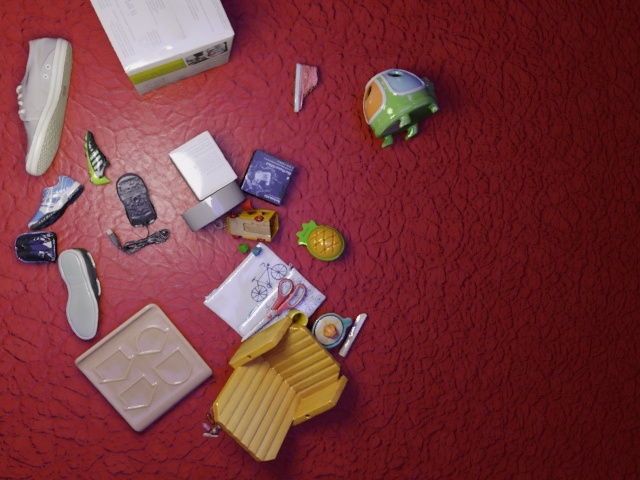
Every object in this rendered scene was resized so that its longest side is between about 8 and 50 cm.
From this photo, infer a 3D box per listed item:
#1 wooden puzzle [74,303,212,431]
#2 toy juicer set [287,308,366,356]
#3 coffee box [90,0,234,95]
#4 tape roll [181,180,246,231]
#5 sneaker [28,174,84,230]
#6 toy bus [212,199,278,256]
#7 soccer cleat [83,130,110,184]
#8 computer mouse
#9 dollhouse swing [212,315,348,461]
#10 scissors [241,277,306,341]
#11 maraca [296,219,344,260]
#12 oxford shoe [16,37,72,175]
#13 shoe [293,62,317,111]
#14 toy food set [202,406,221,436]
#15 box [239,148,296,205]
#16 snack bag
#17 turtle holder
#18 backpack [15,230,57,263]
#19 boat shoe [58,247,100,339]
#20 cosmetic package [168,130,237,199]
[{"bbox_3d":[-0.603,0.435,1.717,0.322,0.080,0.348,-38,106,-9],"label":"wooden puzzle"},{"bbox_3d":[0.024,0.371,1.851,0.328,0.089,0.210,8,95,-23],"label":"toy juicer set"},{"bbox_3d":[-0.501,-0.698,1.546,0.338,0.334,0.338,-25,100,-10],"label":"coffee box"},{"bbox_3d":[-0.359,-0.116,1.673,0.219,0.219,0.072,-35,102,-10],"label":"tape roll"},{"bbox_3d":[-0.877,-0.122,1.618,0.081,0.080,0.211,40,73,-7],"label":"sneaker"},{"bbox_3d":[-0.248,-0.065,1.764,0.202,0.104,0.191,45,125,-11],"label":"toy bus"},{"bbox_3d":[-0.745,-0.276,1.652,0.072,0.060,0.179,-10,102,-24],"label":"soccer cleat"},{"bbox_3d":[-0.650,-0.088,1.685,0.184,0.060,0.262,-27,111,-16],"label":"computer mouse"},{"bbox_3d":[-0.134,0.520,1.693,0.315,0.305,0.347,-33,107,23],"label":"dollhouse swing"},{"bbox_3d":[-0.166,0.270,1.810,0.109,0.021,0.297,36,84,-16],"label":"scissors"},{"bbox_3d":[0.000,0.000,1.841,0.185,0.099,0.127,29,76,11],"label":"maraca"},{"bbox_3d":[-0.881,-0.424,1.552,0.129,0.169,0.450,8,84,-18],"label":"oxford shoe"},{"bbox_3d":[-0.055,-0.556,1.809,0.081,0.063,0.178,4,88,-10],"label":"shoe"},{"bbox_3d":[-0.391,0.661,1.809,0.077,0.019,0.122,10,90,-15],"label":"toy food set"},{"bbox_3d":[-0.192,-0.224,1.778,0.155,0.093,0.158,22,89,-15],"label":"box"},{"bbox_3d":[-0.201,0.218,1.828,0.342,0.037,0.323,45,82,-12],"label":"snack bag"},{"bbox_3d":[0.307,-0.517,1.819,0.320,0.243,0.228,-29,83,-2],"label":"turtle holder"},{"bbox_3d":[-0.918,0.023,1.604,0.114,0.084,0.105,-3,93,-19],"label":"backpack"},{"bbox_3d":[-0.781,0.172,1.644,0.114,0.091,0.303,-4,96,5],"label":"boat shoe"},{"bbox_3d":[-0.402,-0.249,1.691,0.151,0.151,0.184,-35,102,-11],"label":"cosmetic package"}]
